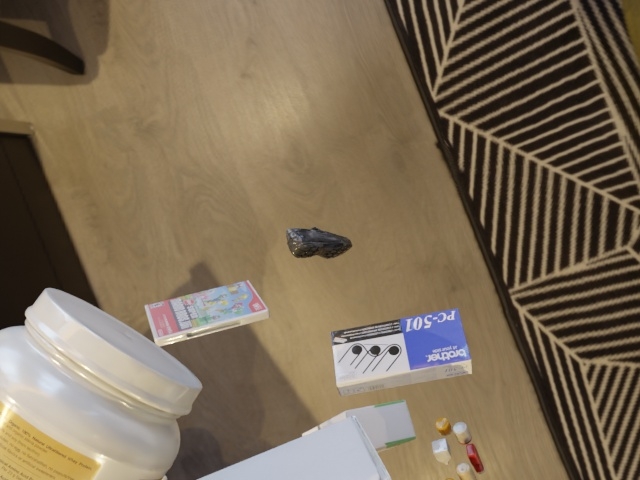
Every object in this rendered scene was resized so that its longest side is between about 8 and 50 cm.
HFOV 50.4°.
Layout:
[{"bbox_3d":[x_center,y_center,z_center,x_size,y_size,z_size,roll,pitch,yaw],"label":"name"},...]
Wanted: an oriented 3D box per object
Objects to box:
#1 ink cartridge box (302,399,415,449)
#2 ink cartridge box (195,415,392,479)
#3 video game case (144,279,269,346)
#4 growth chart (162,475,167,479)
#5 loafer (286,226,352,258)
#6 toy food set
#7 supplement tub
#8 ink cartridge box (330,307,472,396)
[{"bbox_3d":[0.080,0.434,1.506,0.219,0.160,0.092,-46,53,52],"label":"ink cartridge box"},{"bbox_3d":[-0.004,0.491,0.972,0.286,0.166,0.394,-21,113,-8],"label":"ink cartridge box"},{"bbox_3d":[-0.294,0.181,1.741,0.285,0.204,0.025,-13,113,-17],"label":"video game case"},{"bbox_3d":[-0.314,0.392,1.180,0.172,0.237,0.021,35,65,10],"label":"growth chart"},{"bbox_3d":[0.000,0.000,1.725,0.076,0.223,0.078,-40,65,32],"label":"loafer"},{"bbox_3d":[0.373,0.592,1.823,0.111,0.232,0.104,-20,122,13],"label":"toy food set"},{"bbox_3d":[-0.288,0.230,0.690,0.228,0.228,0.316,33,82,8],"label":"supplement tub"},{"bbox_3d":[0.124,0.174,1.063,0.207,0.046,0.097,-11,49,6],"label":"ink cartridge box"}]
